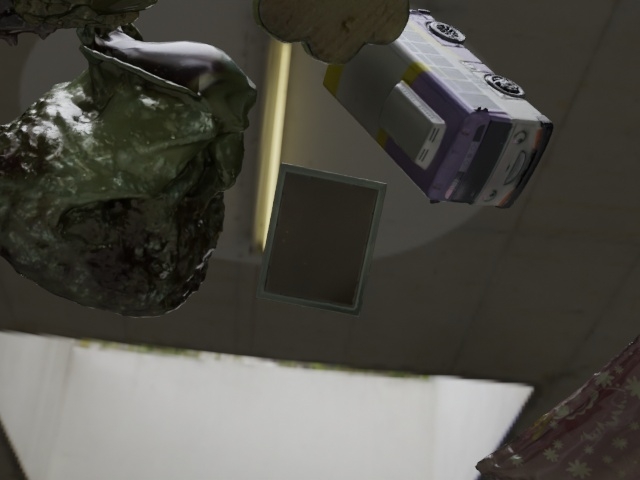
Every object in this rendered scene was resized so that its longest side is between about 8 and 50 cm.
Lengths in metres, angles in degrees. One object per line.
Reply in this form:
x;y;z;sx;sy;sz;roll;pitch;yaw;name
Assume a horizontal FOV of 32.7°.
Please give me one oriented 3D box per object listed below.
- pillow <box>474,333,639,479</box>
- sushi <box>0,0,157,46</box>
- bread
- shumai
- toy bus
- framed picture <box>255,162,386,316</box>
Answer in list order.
0.215;0.139;0.769;0.118;0.043;0.185;42;-76;-16;pillow
-0.196;-0.234;0.857;0.241;0.108;0.161;-11;-13;14;sushi
0.043;-0.351;1.483;0.286;0.056;0.207;-42;-56;-7;bread
-0.235;-0.120;1.470;0.395;0.395;0.348;27;-61;-32;shumai
0.212;-0.262;2.099;0.249;0.440;0.209;-1;-51;-37;toy bus
0.000;0.000;1.422;0.142;0.183;0.011;10;11;-2;framed picture
